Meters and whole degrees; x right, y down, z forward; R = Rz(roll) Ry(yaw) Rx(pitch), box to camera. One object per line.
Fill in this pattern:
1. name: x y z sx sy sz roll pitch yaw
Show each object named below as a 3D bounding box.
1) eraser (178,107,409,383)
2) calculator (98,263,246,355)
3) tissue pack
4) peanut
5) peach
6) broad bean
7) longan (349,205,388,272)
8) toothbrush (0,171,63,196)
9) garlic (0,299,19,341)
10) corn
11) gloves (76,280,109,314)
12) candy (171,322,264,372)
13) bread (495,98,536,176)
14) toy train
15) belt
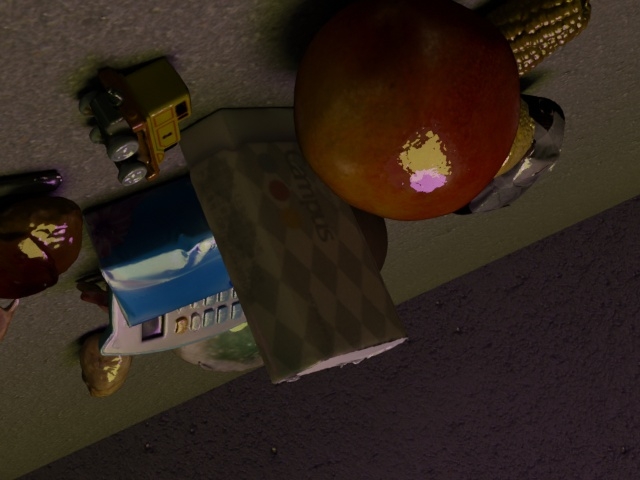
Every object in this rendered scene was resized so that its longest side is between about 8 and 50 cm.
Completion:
1. eraser: -0.042 -0.006 1.312 0.213 0.396 0.082 -8 159 -42
2. calculator: -0.249 0.086 1.746 0.387 0.054 0.256 -11 121 -32
3. tissue pack: -0.232 0.009 1.509 0.264 0.146 0.198 -22 149 -10
4. peanut: -0.524 0.303 2.196 0.122 0.137 0.253 23 154 -5
5. peach: 0.111 -0.182 1.178 0.308 0.307 0.332 -23 149 -1
6. broad bean: -0.430 0.003 1.309 0.156 0.122 0.228 6 146 -33
7. longan: 0.000 0.000 1.686 0.258 0.258 0.258 -22 165 -6
8. toothbrush: -0.480 -0.061 1.189 0.297 0.030 0.030 -13 153 -38
9. garlic: -0.640 0.154 1.554 0.164 0.145 0.245 -60 157 13
10. corn: 0.242 -0.270 1.372 0.363 0.120 0.120 -34 162 25
11. gloves: -0.361 0.108 1.791 0.241 0.126 0.145 -16 168 -48
12. candy: -0.175 0.153 2.082 0.386 0.186 0.427 -39 158 23
13. bread: 0.274 -0.191 1.563 0.171 0.197 0.197 -19 166 -45
14. toy train: -0.227 -0.150 1.148 0.127 0.089 0.219 -30 166 -13
15. belt: 0.326 -0.166 1.737 0.164 0.184 0.289 -3 150 -42
